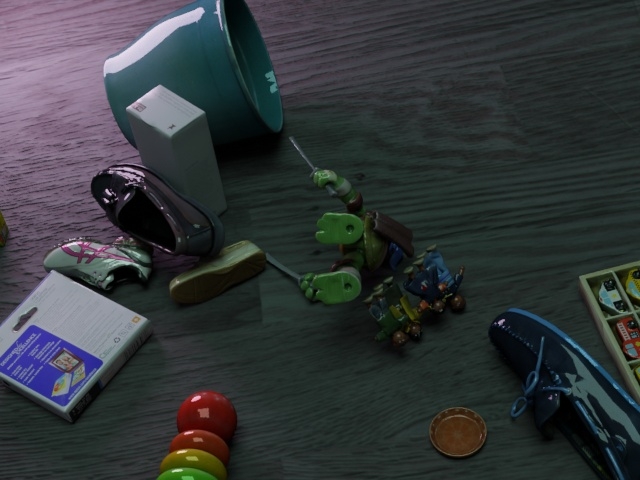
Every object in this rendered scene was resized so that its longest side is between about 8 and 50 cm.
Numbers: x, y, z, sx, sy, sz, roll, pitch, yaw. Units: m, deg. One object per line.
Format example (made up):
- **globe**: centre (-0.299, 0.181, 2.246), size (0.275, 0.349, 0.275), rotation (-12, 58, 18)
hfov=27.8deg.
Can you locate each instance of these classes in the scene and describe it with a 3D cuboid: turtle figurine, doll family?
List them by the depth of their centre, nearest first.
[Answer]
- **doll family**: centre (0.153, 0.093, 2.002), size (0.193, 0.076, 0.111), rotation (-35, 97, -9)
- **turtle figurine**: centre (0.000, 0.000, 2.026), size (0.275, 0.266, 0.198), rotation (36, 100, -2)

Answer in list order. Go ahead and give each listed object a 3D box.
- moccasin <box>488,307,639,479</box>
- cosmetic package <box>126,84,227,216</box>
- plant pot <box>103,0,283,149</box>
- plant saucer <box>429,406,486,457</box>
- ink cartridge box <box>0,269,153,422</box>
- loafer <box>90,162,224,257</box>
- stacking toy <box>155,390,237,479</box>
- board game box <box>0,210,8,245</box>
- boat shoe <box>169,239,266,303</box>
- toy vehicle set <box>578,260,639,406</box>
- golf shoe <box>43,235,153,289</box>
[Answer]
- **moccasin**: centre (0.350, 0.227, 1.839), size (0.117, 0.137, 0.342), rotation (-36, 53, -16)
- **cosmetic package**: centre (-0.237, -0.135, 2.164), size (0.117, 0.231, 0.085), rotation (33, 59, 30)
- **plant pot**: centre (-0.233, -0.282, 2.286), size (0.255, 0.271, 0.271), rotation (-17, 48, 12)
- **plant saucer**: centre (0.201, 0.282, 1.892), size (0.083, 0.013, 0.083), rotation (-5, 49, 5)
- **ink cartridge box**: centre (-0.410, 0.165, 2.057), size (0.208, 0.045, 0.206), rotation (25, 58, 25)
- **loafer**: centre (-0.288, -0.051, 2.124), size (0.302, 0.109, 0.095), rotation (26, 27, 36)
- **stacking toy**: centre (-0.182, 0.348, 1.819), size (0.141, 0.141, 0.330), rotation (1, 46, 9)
- **board game box**: centre (-0.641, -0.032, 2.227), size (0.181, 0.092, 0.043), rotation (-2, 48, 6)
- **boat shoe**: centre (-0.174, 0.049, 2.117), size (0.170, 0.063, 0.059), rotation (-22, 44, -18)
- **toy vehicle set**: centre (0.516, 0.142, 1.951), size (0.166, 0.035, 0.267), rotation (-15, 50, -5)
- **golf shoe**: centre (-0.371, 0.041, 2.143), size (0.186, 0.067, 0.086), rotation (-5, 51, 4)
